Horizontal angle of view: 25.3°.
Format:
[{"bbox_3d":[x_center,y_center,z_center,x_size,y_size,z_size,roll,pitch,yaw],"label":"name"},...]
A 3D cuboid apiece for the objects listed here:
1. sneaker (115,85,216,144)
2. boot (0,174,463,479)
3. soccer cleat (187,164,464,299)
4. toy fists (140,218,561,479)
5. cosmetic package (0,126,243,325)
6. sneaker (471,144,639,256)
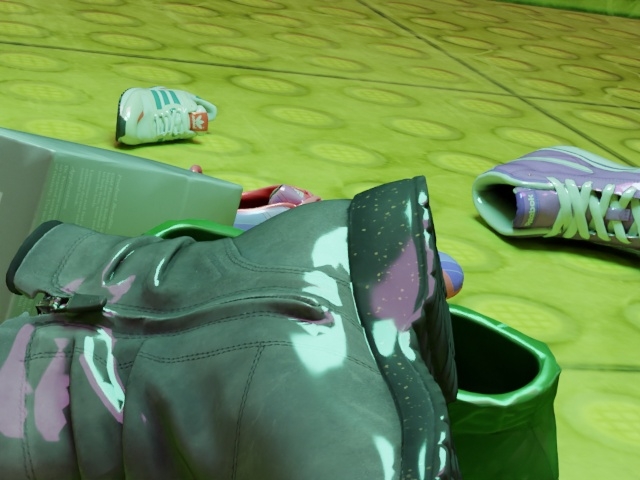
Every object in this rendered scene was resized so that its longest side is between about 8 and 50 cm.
[{"bbox_3d":[-0.163,-0.135,1.543,0.075,0.057,0.161,9,14,14],"label":"sneaker"},{"bbox_3d":[-0.049,0.103,0.618,0.223,0.118,0.338,-8,32,6],"label":"boot"},{"bbox_3d":[0.000,0.000,1.153,0.248,0.095,0.083,7,18,-7],"label":"soccer cleat"},{"bbox_3d":[0.000,0.097,0.788,0.279,0.142,0.096,18,37,24],"label":"toy fists"},{"bbox_3d":[-0.158,0.000,0.934,0.107,0.127,0.238,17,2,23],"label":"cosmetic package"},{"bbox_3d":[0.274,-0.023,1.393,0.161,0.102,0.282,-13,18,-43],"label":"sneaker"}]
